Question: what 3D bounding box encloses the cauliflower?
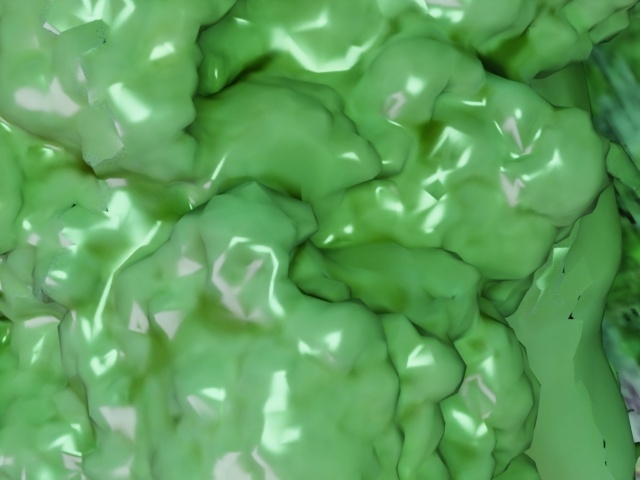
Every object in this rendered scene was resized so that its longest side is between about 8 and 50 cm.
[{"bbox_3d":[-0.011,-0.002,0.507,0.281,0.260,0.327,31,102,-10],"label":"cauliflower"}]
